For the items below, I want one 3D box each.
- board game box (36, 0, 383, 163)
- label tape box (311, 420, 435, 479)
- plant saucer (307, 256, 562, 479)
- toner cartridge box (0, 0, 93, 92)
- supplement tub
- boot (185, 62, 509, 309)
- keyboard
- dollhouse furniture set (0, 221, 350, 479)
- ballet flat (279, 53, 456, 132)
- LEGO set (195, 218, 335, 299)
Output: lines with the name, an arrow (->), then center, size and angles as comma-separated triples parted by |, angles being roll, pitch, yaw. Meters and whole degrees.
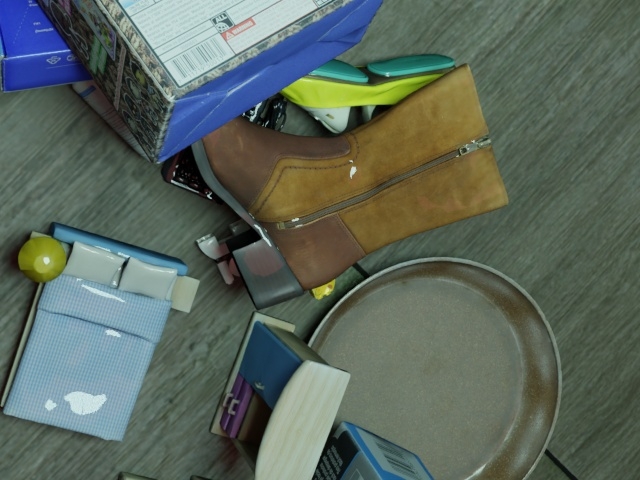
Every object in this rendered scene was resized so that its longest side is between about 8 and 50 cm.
board game box -> -0.120, -0.255, 1.021 | 0.232, 0.141, 0.291 | -33, 83, -21
label tape box -> 0.008, 0.377, 1.194 | 0.106, 0.240, 0.333 | 28, 95, -18
plant saucer -> 0.113, 0.166, 1.335 | 0.311, 0.050, 0.310 | -3, 101, -16
toner cartridge box -> -0.135, -0.248, 1.132 | 0.348, 0.075, 0.165 | -10, 75, -17
supplement tub -> -0.179, -0.136, 1.179 | 0.071, 0.071, 0.107 | -45, 109, -5
boot -> 0.022, -0.097, 1.146 | 0.280, 0.096, 0.264 | -25, 103, -6
keyboard -> -0.078, -0.130, 1.229 | 0.100, 0.038, 0.192 | 22, 94, -20
dollhouse furniture set -> -0.175, 0.165, 1.168 | 0.303, 0.198, 0.286 | 19, 94, -19
ballet flat -> 0.039, -0.146, 1.233 | 0.231, 0.077, 0.077 | -5, 116, -29
LEGO set -> 0.000, 0.000, 1.250 | 0.227, 0.087, 0.093 | -25, 106, -10
